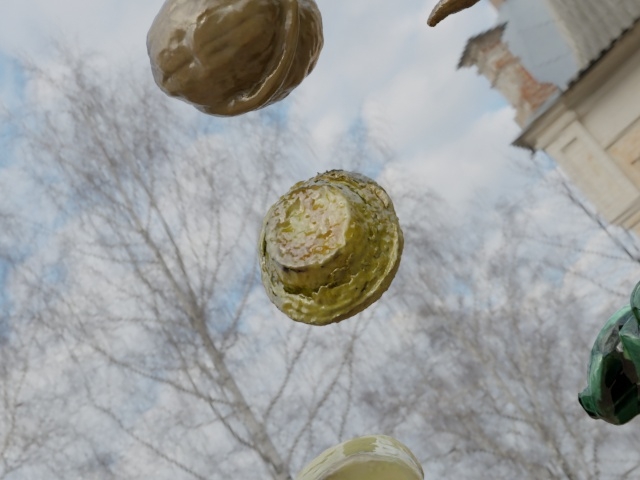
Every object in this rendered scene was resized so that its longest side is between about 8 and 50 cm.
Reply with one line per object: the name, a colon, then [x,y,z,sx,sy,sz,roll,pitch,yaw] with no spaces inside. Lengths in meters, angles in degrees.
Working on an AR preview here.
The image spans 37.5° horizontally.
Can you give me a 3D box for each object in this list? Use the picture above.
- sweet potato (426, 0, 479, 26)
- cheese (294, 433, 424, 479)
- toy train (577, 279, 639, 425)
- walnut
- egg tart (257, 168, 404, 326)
sweet potato: [0.221,-0.304,1.098,0.214,0.050,0.050,-17,-23,10]
cheese: [0.013,0.422,0.904,0.384,0.384,0.104,-34,1,2]
toy train: [0.276,0.093,0.550,0.202,0.120,0.301,-43,-58,-12]
walnut: [-0.140,-0.350,1.618,0.296,0.285,0.285,5,-44,-51]
egg tart: [0.000,0.000,1.598,0.294,0.294,0.123,-37,-34,8]
